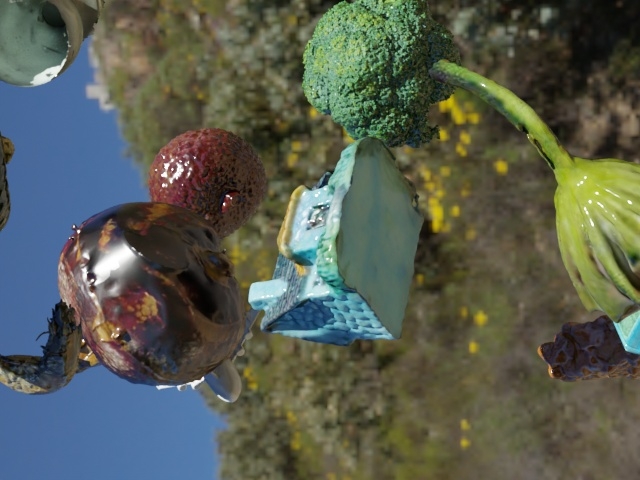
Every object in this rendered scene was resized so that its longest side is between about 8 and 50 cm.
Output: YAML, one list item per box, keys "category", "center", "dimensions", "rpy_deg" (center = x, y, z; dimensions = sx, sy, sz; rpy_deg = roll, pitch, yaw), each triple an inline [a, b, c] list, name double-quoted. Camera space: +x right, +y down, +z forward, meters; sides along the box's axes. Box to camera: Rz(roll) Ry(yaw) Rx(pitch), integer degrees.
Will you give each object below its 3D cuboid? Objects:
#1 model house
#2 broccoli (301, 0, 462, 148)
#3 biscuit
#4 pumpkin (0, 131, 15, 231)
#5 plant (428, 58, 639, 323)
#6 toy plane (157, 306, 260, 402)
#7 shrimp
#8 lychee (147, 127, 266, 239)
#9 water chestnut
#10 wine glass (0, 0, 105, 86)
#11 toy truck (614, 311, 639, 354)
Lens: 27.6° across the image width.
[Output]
- category: "model house"
  center: [0.000, 0.000, 1.981]
  dimensions: [0.226, 0.241, 0.261]
  rpy_deg: [46, -133, -42]
- category: "broccoli"
  center: [0.103, -0.285, 2.193]
  dimensions: [0.241, 0.269, 0.261]
  rpy_deg: [-16, -71, -70]
- category: "biscuit"
  center: [0.586, 0.178, 2.276]
  dimensions: [0.318, 0.312, 0.110]
  rpy_deg: [4, -108, -38]
- category: "pumpkin"
  center: [-0.612, -0.130, 2.164]
  dimensions: [0.300, 0.207, 0.300]
  rpy_deg: [167, 90, -73]
- category: "plant"
  center: [0.257, -0.045, 1.386]
  dimensions: [0.180, 0.333, 0.251]
  rpy_deg: [-62, 17, -5]
- category: "toy plane"
  center: [-0.198, 0.200, 2.321]
  dimensions: [0.101, 0.251, 0.255]
  rpy_deg: [47, -173, -34]
- category: "shrimp"
  center: [-0.410, 0.147, 1.830]
  dimensions: [0.051, 0.150, 0.217]
  rpy_deg: [-87, 17, -44]
- category: "lychee"
  center: [-0.247, -0.122, 2.786]
  dimensions: [0.260, 0.260, 0.261]
  rpy_deg: [0, -90, -78]
- category: "water chestnut"
  center: [-0.299, 0.108, 2.151]
  dimensions: [0.347, 0.335, 0.335]
  rpy_deg: [-48, 4, 22]
- category: "wine glass"
  center: [-0.526, -0.410, 2.462]
  dimensions: [0.357, 0.190, 0.190]
  rpy_deg: [-78, -16, -69]
- category: "toy truck"
  center: [0.492, 0.033, 1.789]
  dimensions: [0.155, 0.156, 0.279]
  rpy_deg: [104, 180, -47]
